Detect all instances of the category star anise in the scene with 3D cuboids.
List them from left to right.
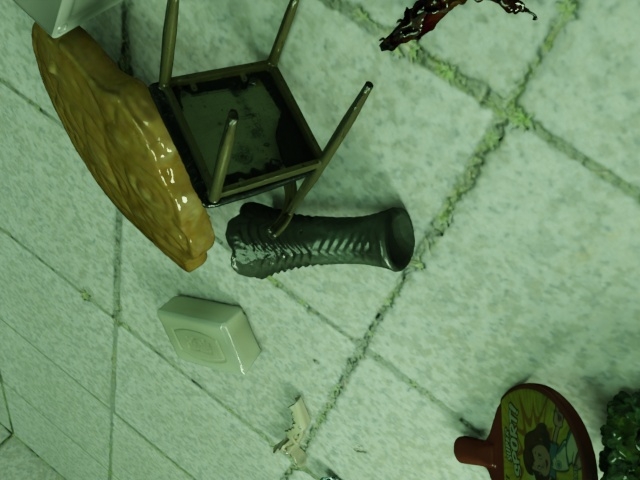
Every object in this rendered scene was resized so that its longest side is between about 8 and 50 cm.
[{"bbox_3d":[0.113,-0.252,0.624,0.212,0.053,0.157,1,128,43],"label":"star anise"}]

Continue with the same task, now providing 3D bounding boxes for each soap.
[{"bbox_3d":[-0.202,0.170,1.299,0.183,0.064,0.121,5,126,39],"label":"soap"}]

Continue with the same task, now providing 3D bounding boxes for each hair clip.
[{"bbox_3d":[-0.043,0.369,1.366,0.072,0.034,0.226,30,139,11],"label":"hair clip"}]

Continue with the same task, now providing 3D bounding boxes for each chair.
[{"bbox_3d":[-0.084,-0.130,0.800,0.188,0.166,0.272,63,154,20],"label":"chair"}]

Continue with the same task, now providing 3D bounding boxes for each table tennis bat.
[{"bbox_3d":[0.260,0.288,0.933,0.038,0.200,0.310,4,168,-16],"label":"table tennis bat"}]

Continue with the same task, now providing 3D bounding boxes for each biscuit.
[{"bbox_3d":[-0.284,-0.119,1.008,0.365,0.062,0.385,40,156,27],"label":"biscuit"}]

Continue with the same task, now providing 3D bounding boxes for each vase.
[{"bbox_3d":[0.000,0.000,0.926,0.237,0.115,0.115,0,125,37],"label":"vase"}]

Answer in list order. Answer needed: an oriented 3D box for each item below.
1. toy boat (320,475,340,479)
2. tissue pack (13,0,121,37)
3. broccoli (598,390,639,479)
[{"bbox_3d":[0.043,0.517,1.405,0.137,0.060,0.061,54,161,-3],"label":"toy boat"},{"bbox_3d":[-0.263,-0.366,0.774,0.136,0.159,0.246,46,142,-5],"label":"tissue pack"},{"bbox_3d":[0.429,0.318,0.800,0.246,0.248,0.288,-7,116,3],"label":"broccoli"}]
